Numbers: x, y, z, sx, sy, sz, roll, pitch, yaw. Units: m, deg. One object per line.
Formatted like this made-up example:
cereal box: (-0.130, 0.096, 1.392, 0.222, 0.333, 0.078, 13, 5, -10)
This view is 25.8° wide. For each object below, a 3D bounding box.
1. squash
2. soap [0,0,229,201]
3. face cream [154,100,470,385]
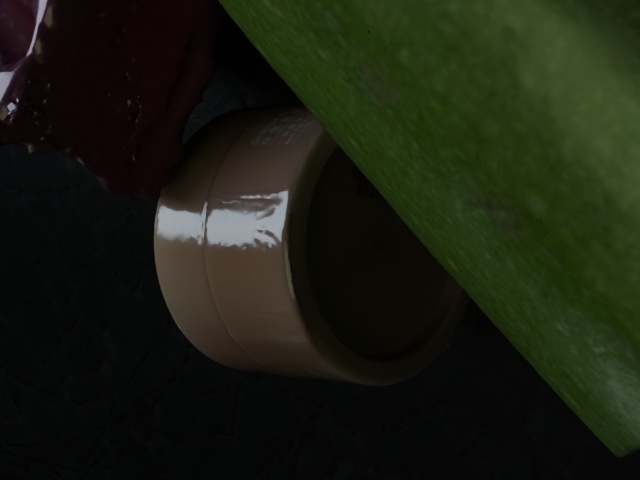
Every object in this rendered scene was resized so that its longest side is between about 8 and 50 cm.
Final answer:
squash: (0.100, -0.131, 0.609, 0.384, 0.263, 0.263, 49, 134, 11)
soap: (-0.131, -0.143, 0.816, 0.182, 0.112, 0.289, -60, 24, 3)
face cream: (0.000, 0.000, 0.746, 0.104, 0.149, 0.149, 1, 112, 45)
